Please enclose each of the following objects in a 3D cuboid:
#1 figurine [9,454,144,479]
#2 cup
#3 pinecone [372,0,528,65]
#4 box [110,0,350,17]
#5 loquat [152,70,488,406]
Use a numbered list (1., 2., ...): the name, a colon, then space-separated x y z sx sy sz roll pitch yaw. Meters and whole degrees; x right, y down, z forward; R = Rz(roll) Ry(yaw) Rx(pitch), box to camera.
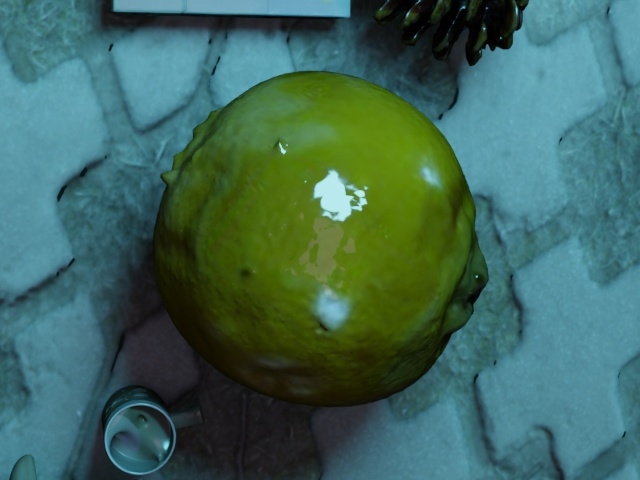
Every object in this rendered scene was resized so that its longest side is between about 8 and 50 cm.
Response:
1. figurine: -0.349 0.334 1.271 0.380 0.203 0.248 -11 123 -10
2. cup: -0.179 0.182 1.347 0.102 0.099 0.074 -42 104 -4
3. pinecone: 0.126 -0.279 1.301 0.207 0.208 0.208 -2 97 -12
4. box: -0.092 -0.302 1.319 0.242 0.067 0.155 -2 96 -12
5. loquat: 0.000 0.000 1.254 0.328 0.328 0.329 -2 97 -12
